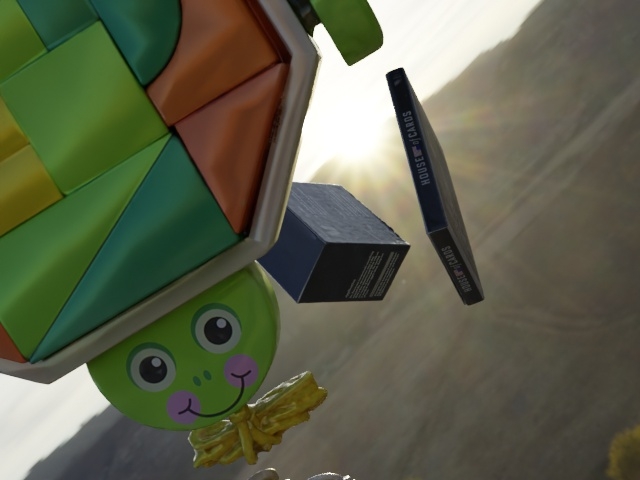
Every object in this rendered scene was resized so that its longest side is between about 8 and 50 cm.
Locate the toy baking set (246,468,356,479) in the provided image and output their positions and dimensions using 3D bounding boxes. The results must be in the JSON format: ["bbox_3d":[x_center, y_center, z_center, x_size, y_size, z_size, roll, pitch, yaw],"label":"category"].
[{"bbox_3d":[-0.073,0.278,0.907,0.197,0.030,0.256,-39,-30,23],"label":"toy baking set"}]

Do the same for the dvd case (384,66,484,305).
[{"bbox_3d":[0.136,-0.064,1.124,0.029,0.239,0.179,-20,-35,12],"label":"dvd case"}]

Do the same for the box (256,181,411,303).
[{"bbox_3d":[0.000,0.000,1.220,0.158,0.156,0.093,2,-59,-44],"label":"box"}]

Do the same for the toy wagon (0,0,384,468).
[{"bbox_3d":[-0.109,-0.052,0.390,0.267,0.344,0.068,-31,4,7],"label":"toy wagon"}]
